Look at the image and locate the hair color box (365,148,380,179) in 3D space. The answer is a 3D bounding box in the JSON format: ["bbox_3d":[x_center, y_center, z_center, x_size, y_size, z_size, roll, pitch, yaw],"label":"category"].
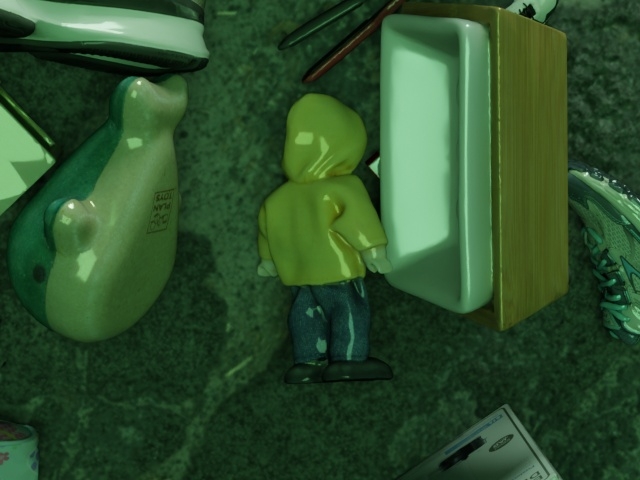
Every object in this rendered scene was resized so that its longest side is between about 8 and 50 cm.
[{"bbox_3d":[0.118,-0.050,1.982,0.072,0.043,0.141,-43,98,3],"label":"hair color box"}]

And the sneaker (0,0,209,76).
[{"bbox_3d":[-0.290,-0.309,1.809,0.447,0.169,0.258,8,84,-40],"label":"sneaker"}]

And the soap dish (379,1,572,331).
[{"bbox_3d":[0.145,-0.078,1.852,0.118,0.229,0.291,-5,99,-19],"label":"soap dish"}]

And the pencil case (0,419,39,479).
[{"bbox_3d":[-0.347,0.313,1.974,0.124,0.113,0.273,2,98,-26],"label":"pencil case"}]

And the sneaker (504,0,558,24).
[{"bbox_3d":[0.194,-0.216,1.962,0.109,0.044,0.040,-37,97,1],"label":"sneaker"}]

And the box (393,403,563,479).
[{"bbox_3d":[0.161,0.267,1.908,0.169,0.290,0.087,-34,99,3],"label":"box"}]

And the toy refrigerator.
[{"bbox_3d":[-0.373,-0.153,1.909,0.094,0.102,0.269,-44,98,4],"label":"toy refrigerator"}]

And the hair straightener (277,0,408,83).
[{"bbox_3d":[0.049,-0.257,1.945,0.230,0.047,0.089,-38,99,3],"label":"hair straightener"}]

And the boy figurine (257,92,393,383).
[{"bbox_3d":[0.000,0.000,1.941,0.092,0.177,0.285,1,81,-43],"label":"boy figurine"}]

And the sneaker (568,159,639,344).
[{"bbox_3d":[0.319,0.039,1.977,0.283,0.110,0.122,44,97,-8],"label":"sneaker"}]

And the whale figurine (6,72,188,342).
[{"bbox_3d":[-0.214,-0.040,1.897,0.141,0.216,0.272,23,107,21],"label":"whale figurine"}]
